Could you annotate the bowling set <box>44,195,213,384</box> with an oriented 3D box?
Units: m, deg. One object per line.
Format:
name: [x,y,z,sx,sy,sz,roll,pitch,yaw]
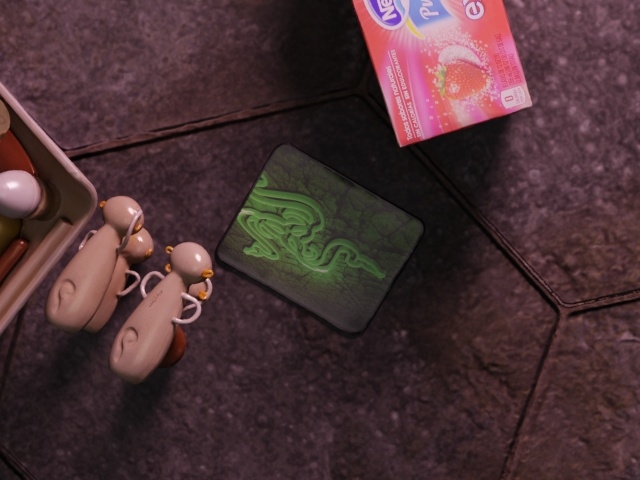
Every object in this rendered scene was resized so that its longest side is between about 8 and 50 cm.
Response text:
bowling set: [-0.198,0.041,1.865,0.287,0.200,0.154,33,93,31]

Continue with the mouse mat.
mouse mat: [0.000,0.000,1.910,0.189,0.007,0.153,30,103,-4]

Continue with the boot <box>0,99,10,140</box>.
boot: [-0.464,-0.074,1.777,0.236,0.089,0.269,24,125,-10]

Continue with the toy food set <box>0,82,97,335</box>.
toy food set: [-0.388,-0.016,1.818,0.306,0.092,0.220,-50,62,12]

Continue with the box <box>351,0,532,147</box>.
box: [0.100,-0.265,1.769,0.142,0.154,0.300,-17,104,6]
